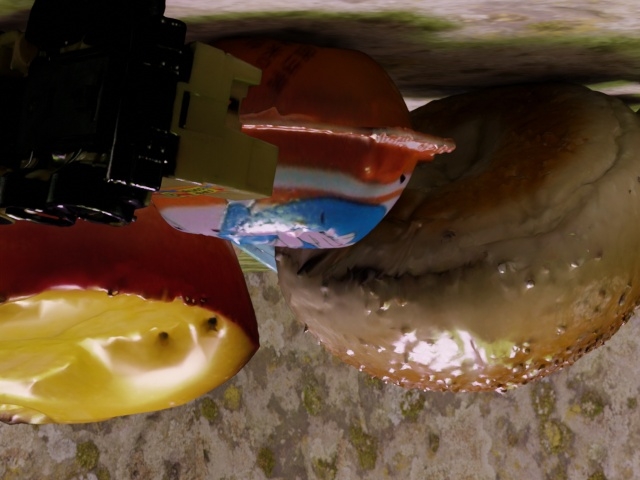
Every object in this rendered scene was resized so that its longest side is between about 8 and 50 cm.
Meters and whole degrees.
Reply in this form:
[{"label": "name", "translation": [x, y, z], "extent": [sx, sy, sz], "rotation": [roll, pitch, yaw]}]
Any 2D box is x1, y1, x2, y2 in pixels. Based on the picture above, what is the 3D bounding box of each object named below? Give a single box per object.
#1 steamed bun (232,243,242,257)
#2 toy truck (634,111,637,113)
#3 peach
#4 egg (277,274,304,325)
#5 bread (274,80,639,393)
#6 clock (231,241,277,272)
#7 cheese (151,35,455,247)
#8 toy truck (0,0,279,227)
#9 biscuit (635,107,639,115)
[{"label": "steamed bun", "translation": [-0.145, -0.013, 2.049], "extent": [0.155, 0.141, 0.172], "rotation": [-15, 176, 10]}, {"label": "toy truck", "translation": [0.208, -0.032, 1.665], "extent": [0.175, 0.146, 0.367], "rotation": [3, 177, 6]}, {"label": "peach", "translation": [-0.243, 0.018, 1.620], "extent": [0.380, 0.242, 0.306], "rotation": [18, 144, -35]}, {"label": "egg", "translation": [0.048, 0.022, 2.081], "extent": [0.188, 0.189, 0.253], "rotation": [0, 172, -9]}, {"label": "bread", "translation": [0.112, 0.004, 1.365], "extent": [0.305, 0.159, 0.305], "rotation": [-13, -155, 6]}, {"label": "clock", "translation": [0.000, 0.000, 1.791], "extent": [0.274, 0.094, 0.223], "rotation": [25, 171, 41]}, {"label": "cheese", "translation": [-0.065, -0.061, 1.252], "extent": [0.329, 0.129, 0.217], "rotation": [-1, 174, 35]}, {"label": "toy truck", "translation": [-0.136, -0.064, 1.087], "extent": [0.127, 0.127, 0.257], "rotation": [14, 171, -36]}, {"label": "biscuit", "translation": [0.399, -0.098, 1.343], "extent": [0.376, 0.051, 0.269], "rotation": [-5, 171, 41]}]
